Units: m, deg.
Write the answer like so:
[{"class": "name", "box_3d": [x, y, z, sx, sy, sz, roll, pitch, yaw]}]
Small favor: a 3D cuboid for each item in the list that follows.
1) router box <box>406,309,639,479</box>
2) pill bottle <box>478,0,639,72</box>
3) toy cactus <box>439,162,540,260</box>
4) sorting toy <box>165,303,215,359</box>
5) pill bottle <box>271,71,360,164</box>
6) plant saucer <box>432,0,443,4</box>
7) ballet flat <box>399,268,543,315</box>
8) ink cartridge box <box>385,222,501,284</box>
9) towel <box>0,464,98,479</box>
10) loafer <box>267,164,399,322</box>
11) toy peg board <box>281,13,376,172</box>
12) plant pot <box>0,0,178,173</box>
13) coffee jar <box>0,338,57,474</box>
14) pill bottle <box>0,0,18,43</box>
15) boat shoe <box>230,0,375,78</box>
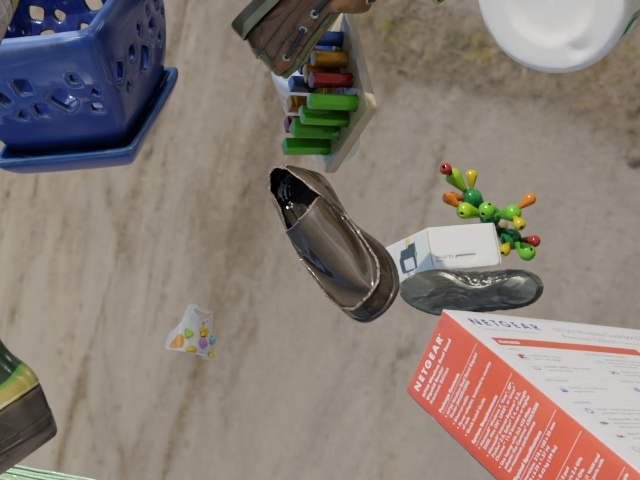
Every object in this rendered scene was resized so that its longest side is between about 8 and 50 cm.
[{"class": "router box", "box_3d": [0.288, 0.174, 0.904, 0.301, 0.335, 0.082, 42, 116, 48]}, {"class": "pill bottle", "box_3d": [0.378, -0.378, 1.538, 0.204, 0.361, 0.204, 18, 126, 27]}, {"class": "toy cactus", "box_3d": [0.300, -0.046, 1.961, 0.219, 0.180, 0.112, 37, 87, 20]}, {"class": "sorting toy", "box_3d": [-0.188, 0.138, 1.724, 0.045, 0.083, 0.075, -2, 74, 41]}, {"class": "pill bottle", "box_3d": [0.001, -0.242, 2.008, 0.229, 0.131, 0.131, 69, -171, -54]}, {"class": "plant saucer", "box_3d": [0.166, -0.331, 1.147, 0.188, 0.188, 0.045, -38, 82, 12]}, {"class": "ballet flat", "box_3d": [0.180, 0.063, 1.351, 0.049, 0.173, 0.057, 6, -97, -72]}, {"class": "ink cartridge box", "box_3d": [0.199, 0.026, 1.869, 0.175, 0.127, 0.072, 150, 114, -66]}, {"class": "towel", "box_3d": [-0.348, 0.411, 1.547, 0.324, 0.248, 0.038, 84, -161, -47]}, {"class": "loafer", "box_3d": [0.000, 0.000, 1.175, 0.080, 0.078, 0.220, -49, 50, 13]}, {"class": "toy peg board", "box_3d": [-0.005, -0.198, 1.505, 0.161, 0.079, 0.160, 126, 138, -55]}, {"class": "plant pot", "box_3d": [-0.321, -0.219, 1.454, 0.236, 0.236, 0.212, -73, -26, -49]}, {"class": "coffee jar", "box_3d": [-0.232, 0.057, 0.647, 0.184, 0.096, 0.079, 60, 154, -6]}, {"class": "pill bottle", "box_3d": [-0.325, -0.190, 0.949, 0.119, 0.119, 0.208, -40, 32, 56]}, {"class": "boat shoe", "box_3d": [0.031, -0.325, 1.387, 0.307, 0.104, 0.111, -39, 4, 28]}]
